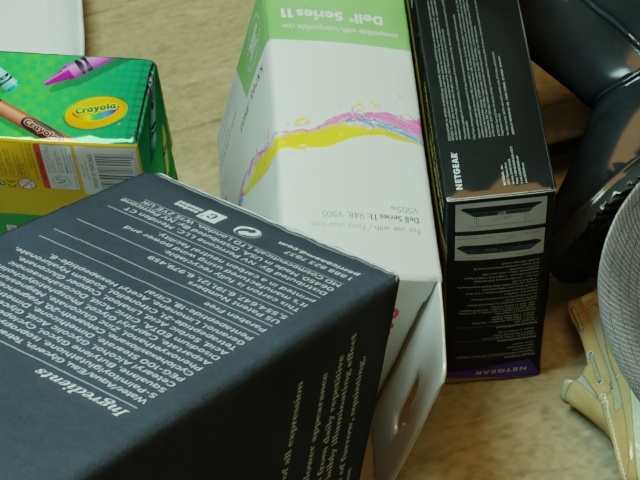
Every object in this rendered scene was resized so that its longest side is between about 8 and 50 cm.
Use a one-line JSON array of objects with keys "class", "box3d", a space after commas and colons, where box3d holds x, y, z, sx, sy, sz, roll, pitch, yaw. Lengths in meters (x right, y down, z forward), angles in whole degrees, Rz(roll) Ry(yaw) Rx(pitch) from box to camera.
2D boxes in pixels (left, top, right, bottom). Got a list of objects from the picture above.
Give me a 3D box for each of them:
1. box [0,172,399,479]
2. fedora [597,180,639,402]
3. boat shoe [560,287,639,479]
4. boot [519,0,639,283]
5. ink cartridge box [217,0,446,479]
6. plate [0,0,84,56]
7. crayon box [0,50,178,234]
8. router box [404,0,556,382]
[{"class": "box", "box3d": [-0.155, 0.169, 1.103, 0.212, 0.293, 0.395, 22, 27, 24]}, {"class": "fedora", "box3d": [0.322, 0.052, 1.327, 0.275, 0.124, 0.243, 40, 83, -1]}, {"class": "boat shoe", "box3d": [0.218, 0.116, 1.366, 0.072, 0.068, 0.190, -11, 43, 11]}, {"class": "boot", "box3d": [0.215, -0.110, 1.440, 0.246, 0.094, 0.207, -46, 57, 1]}, {"class": "ink cartridge box", "box3d": [0.000, 0.000, 1.359, 0.119, 0.207, 0.353, 4, 53, -13]}, {"class": "plate", "box3d": [-0.353, -0.234, 1.662, 0.277, 0.045, 0.278, -5, 54, -1]}, {"class": "crayon box", "box3d": [-0.192, -0.022, 1.353, 0.165, 0.278, 0.081, 4, 55, 6]}, {"class": "router box", "box3d": [0.116, -0.083, 1.400, 0.081, 0.243, 0.308, -6, 53, 0]}]
